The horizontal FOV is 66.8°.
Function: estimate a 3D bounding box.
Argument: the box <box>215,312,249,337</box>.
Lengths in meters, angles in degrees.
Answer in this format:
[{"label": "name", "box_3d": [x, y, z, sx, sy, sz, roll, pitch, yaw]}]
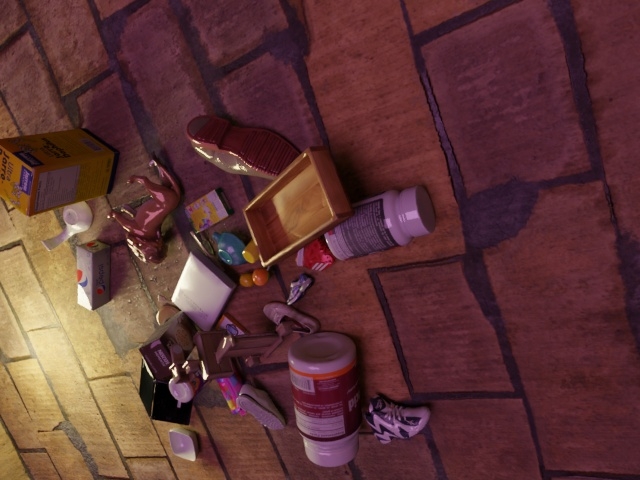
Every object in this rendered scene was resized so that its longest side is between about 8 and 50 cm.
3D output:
[{"label": "box", "box_3d": [-0.328, 0.345, 1.841, 0.136, 0.028, 0.081, 39, 121, 7]}]

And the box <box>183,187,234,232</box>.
[{"label": "box", "box_3d": [-0.396, -0.101, 1.705, 0.179, 0.043, 0.105, -24, 96, 29]}]

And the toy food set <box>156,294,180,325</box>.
[{"label": "toy food set", "box_3d": [-0.608, 0.317, 1.972, 0.132, 0.038, 0.192, 16, 109, 14]}]

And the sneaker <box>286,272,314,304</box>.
[{"label": "sneaker", "box_3d": [-0.077, 0.163, 1.640, 0.058, 0.052, 0.135, 47, 115, 16]}]

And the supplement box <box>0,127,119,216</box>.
[{"label": "supplement box", "box_3d": [-0.942, -0.255, 1.742, 0.195, 0.356, 0.194, 33, 119, 12]}]

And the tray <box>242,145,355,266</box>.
[{"label": "tray", "box_3d": [-0.079, -0.084, 1.408, 0.411, 0.076, 0.203, -32, 76, 51]}]

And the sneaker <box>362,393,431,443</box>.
[{"label": "sneaker", "box_3d": [0.234, 0.564, 1.593, 0.153, 0.094, 0.235, 47, 132, -5]}]

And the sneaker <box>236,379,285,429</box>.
[{"label": "sneaker", "box_3d": [-0.213, 0.633, 1.858, 0.090, 0.095, 0.235, -32, 112, 27]}]

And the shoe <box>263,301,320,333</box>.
[{"label": "shoe", "box_3d": [-0.109, 0.271, 1.683, 0.219, 0.058, 0.077, 16, 114, 21]}]

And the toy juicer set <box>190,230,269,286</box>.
[{"label": "toy juicer set", "box_3d": [-0.292, 0.060, 1.699, 0.329, 0.089, 0.209, 13, 135, 36]}]

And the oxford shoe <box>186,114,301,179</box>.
[{"label": "oxford shoe", "box_3d": [-0.225, -0.268, 1.531, 0.397, 0.140, 0.146, 25, 154, 9]}]

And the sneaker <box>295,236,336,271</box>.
[{"label": "sneaker", "box_3d": [0.000, 0.000, 1.529, 0.128, 0.087, 0.221, 17, 127, 12]}]

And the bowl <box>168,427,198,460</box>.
[{"label": "bowl", "box_3d": [-0.602, 0.899, 2.163, 0.142, 0.053, 0.142, 4, 110, 25]}]

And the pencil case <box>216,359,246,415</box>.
[{"label": "pencil case", "box_3d": [-0.346, 0.555, 1.883, 0.104, 0.104, 0.236, -24, 96, 31]}]

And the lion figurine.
[{"label": "lion figurine", "box_3d": [-0.603, -0.103, 1.756, 0.240, 0.142, 0.392, 38, 117, 1]}]

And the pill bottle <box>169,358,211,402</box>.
[{"label": "pill bottle", "box_3d": [-0.483, 0.529, 1.887, 0.108, 0.193, 0.108, 9, 111, 23]}]

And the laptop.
[{"label": "laptop", "box_3d": [-0.685, 0.665, 2.145, 0.264, 0.136, 0.234, 12, 116, -5]}]

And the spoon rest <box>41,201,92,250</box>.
[{"label": "spoon rest", "box_3d": [-1.056, -0.067, 2.043, 0.276, 0.084, 0.137, -39, 90, 19]}]

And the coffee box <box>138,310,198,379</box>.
[{"label": "coffee box", "box_3d": [-0.557, 0.385, 1.825, 0.098, 0.246, 0.141, -26, 104, 13]}]

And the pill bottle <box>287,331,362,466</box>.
[{"label": "pill bottle", "box_3d": [0.022, 0.526, 1.612, 0.224, 0.224, 0.392, 3, 109, 26]}]

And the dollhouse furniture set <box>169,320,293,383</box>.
[{"label": "dollhouse furniture set", "box_3d": [-0.319, 0.323, 1.663, 0.355, 0.303, 0.174, -49, 52, 38]}]

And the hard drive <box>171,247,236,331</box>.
[{"label": "hard drive", "box_3d": [-0.439, 0.193, 1.803, 0.203, 0.040, 0.307, 41, 131, 8]}]

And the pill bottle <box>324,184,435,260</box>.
[{"label": "pill bottle", "box_3d": [0.165, -0.049, 1.368, 0.283, 0.161, 0.161, -16, 100, 31]}]

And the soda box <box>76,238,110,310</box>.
[{"label": "soda box", "box_3d": [-0.955, 0.146, 2.046, 0.091, 0.098, 0.286, 22, 117, 19]}]
